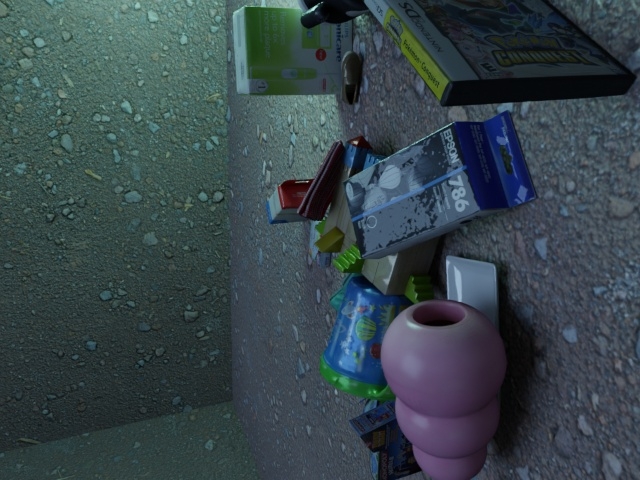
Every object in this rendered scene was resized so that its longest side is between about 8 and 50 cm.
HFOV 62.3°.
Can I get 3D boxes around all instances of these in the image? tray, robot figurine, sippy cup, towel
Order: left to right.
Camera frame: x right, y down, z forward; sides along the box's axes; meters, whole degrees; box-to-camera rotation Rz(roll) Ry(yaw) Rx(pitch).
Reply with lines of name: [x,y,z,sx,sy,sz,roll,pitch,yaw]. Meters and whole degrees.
towel: [0.018,-0.139,1.321,0.198,0.031,0.275,-62,-7,3]
robot figurine: [0.049,-0.580,1.169,0.278,0.209,0.173,21,127,63]
sippy cup: [0.128,0.202,1.184,0.305,0.240,0.224,19,105,42]
tray: [0.292,0.166,0.989,0.145,0.030,0.270,-167,71,-66]

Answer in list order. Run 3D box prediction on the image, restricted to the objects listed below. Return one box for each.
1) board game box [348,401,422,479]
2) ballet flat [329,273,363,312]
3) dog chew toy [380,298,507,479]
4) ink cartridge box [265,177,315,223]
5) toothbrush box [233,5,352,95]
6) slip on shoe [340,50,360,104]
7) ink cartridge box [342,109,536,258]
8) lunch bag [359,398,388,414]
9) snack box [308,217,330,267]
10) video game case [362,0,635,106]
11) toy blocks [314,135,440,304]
board game box: [0.159,0.438,1.182,0.060,0.194,0.194,-144,51,-62]
ballet flat: [0.096,0.138,1.433,0.087,0.083,0.247,50,149,13]
dog chew toy: [0.216,0.274,0.918,0.206,0.207,0.331,-148,46,-63]
ink cartridge box: [-0.081,-0.124,1.700,0.231,0.134,0.078,142,120,-66]
toothbrush box: [-0.069,-0.479,1.360,0.122,0.283,0.206,-148,55,-62]
slip on shoe: [0.076,-0.406,1.331,0.041,0.051,0.135,-111,22,-44]
ink cartridge box: [0.191,-0.091,0.937,0.333,0.065,0.165,-25,70,39]
lunch bag: [0.157,0.408,1.322,0.129,0.096,0.151,116,170,-54]
snack box: [0.000,0.000,1.665,0.100,0.037,0.141,-127,37,-55]
video game case: [0.224,-0.268,0.693,0.035,0.275,0.248,104,150,-48]
toy blocks: [0.136,-0.066,1.153,0.381,0.191,0.260,45,127,52]
